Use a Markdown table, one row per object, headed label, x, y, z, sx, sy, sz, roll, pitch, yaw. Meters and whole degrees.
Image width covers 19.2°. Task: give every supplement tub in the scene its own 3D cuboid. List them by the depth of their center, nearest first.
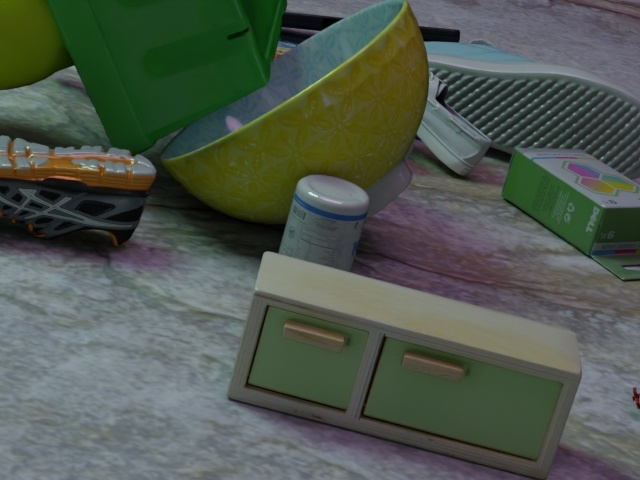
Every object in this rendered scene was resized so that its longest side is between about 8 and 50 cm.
| label | x | y | z | sx | sy | sz | roll | pitch | yaw |
| --- | --- | --- | --- | --- | --- | --- | --- | --- | --- |
| supplement tub | 0.000 | 0.000 | 1.738 | 0.071 | 0.107 | 0.071 | 13 | 22 | -5 |

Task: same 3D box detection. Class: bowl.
| label | x | y | z | sx | sy | sz | roll | pitch | yaw |
| --- | --- | --- | --- | --- | --- | --- | --- | --- | --- |
| bowl | 0.002 | -0.097 | 1.865 | 0.156 | 0.289 | 0.289 | 57 | 18 | -12 |

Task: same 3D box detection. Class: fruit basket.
| label | x | y | z | sx | sy | sz | roll | pitch | yaw |
| --- | --- | --- | --- | --- | --- | --- | --- | --- | --- |
| fruit basket | -0.254 | -0.265 | 1.856 | 0.392 | 0.392 | 0.283 | 14 | 38 | -3 |

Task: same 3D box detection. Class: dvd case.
| label | x | y | z | sx | sy | sz | roll | pitch | yaw |
| --- | --- | --- | --- | --- | --- | --- | --- | --- | --- |
| dvd case | 0.035 | -0.279 | 2.462 | 0.253 | 0.022 | 0.180 | 4 | 6 | -16 |

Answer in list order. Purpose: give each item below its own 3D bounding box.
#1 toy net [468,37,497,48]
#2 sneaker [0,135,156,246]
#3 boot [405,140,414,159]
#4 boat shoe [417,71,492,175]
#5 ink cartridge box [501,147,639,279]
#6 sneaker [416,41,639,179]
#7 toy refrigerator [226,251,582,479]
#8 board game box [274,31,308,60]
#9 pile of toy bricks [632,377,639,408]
| label | x | y | z | sx | sy | sz | roll | pitch | yaw |
| --- | --- | --- | --- | --- | --- | --- | --- | --- | --- |
| toy net | 0.208 | -0.234 | 2.529 | 0.122 | 0.045 | 0.232 | 20 | 22 | 13 |
| sneaker | -0.259 | -0.043 | 1.712 | 0.215 | 0.083 | 0.084 | 7 | 23 | -7 |
| boot | -0.028 | -0.141 | 2.109 | 0.258 | 0.095 | 0.123 | 12 | 14 | -30 |
| boat shoe | 0.122 | -0.158 | 2.175 | 0.184 | 0.063 | 0.066 | 49 | 16 | 18 |
| ink cartridge box | 0.309 | -0.032 | 2.084 | 0.109 | 0.062 | 0.209 | -2 | 28 | -38 |
| sneaker | 0.242 | -0.176 | 2.290 | 0.366 | 0.135 | 0.150 | 16 | 26 | 0 |
| toy refrigerator | 0.068 | 0.103 | 1.543 | 0.270 | 0.102 | 0.094 | 15 | 22 | -2 |
| board game box | -0.042 | -0.222 | 2.346 | 0.201 | 0.035 | 0.136 | 13 | 22 | -6 |
| pile of toy bricks | 0.329 | 0.125 | 1.688 | 0.105 | 0.118 | 0.212 | -15 | 30 | 10 |
